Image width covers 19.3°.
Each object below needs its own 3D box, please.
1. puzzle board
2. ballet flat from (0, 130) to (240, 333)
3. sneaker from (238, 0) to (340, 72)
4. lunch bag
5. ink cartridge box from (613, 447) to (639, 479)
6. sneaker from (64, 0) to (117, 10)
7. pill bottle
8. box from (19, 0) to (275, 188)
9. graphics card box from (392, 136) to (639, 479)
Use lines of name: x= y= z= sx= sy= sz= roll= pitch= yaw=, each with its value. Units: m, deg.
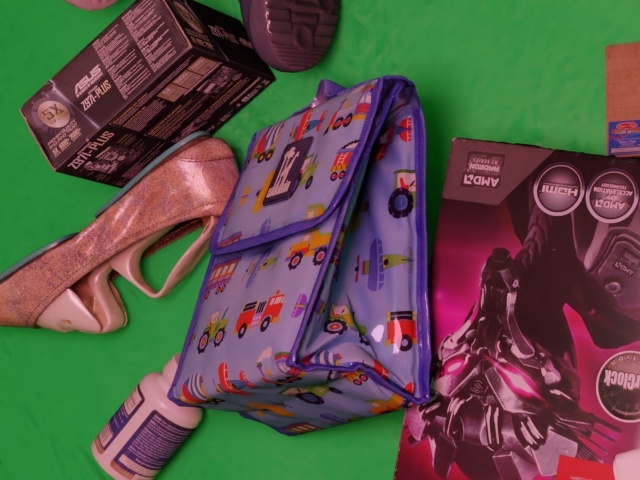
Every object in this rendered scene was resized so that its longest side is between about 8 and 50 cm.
puzzle board: x=0.295 y=-0.119 z=1.541 sx=0.128 sy=0.011 sz=0.096 roll=-4 pitch=82 yaw=30
ballet flat: x=-0.196 y=0.023 z=1.754 sx=0.316 sy=0.107 sz=0.106 roll=-35 pitch=81 yaw=22
sneaker: x=-0.063 y=-0.294 z=1.727 sx=0.131 sy=0.112 sz=0.319 roll=-16 pitch=70 yaw=38
lunch bag: x=0.000 y=0.000 z=1.598 sx=0.221 sy=0.138 sz=0.293 roll=-22 pitch=54 yaw=57
ink cartridge box: x=0.376 y=0.185 z=1.335 sx=0.273 sy=0.198 sz=0.115 roll=-21 pitch=63 yaw=26
sneaker: x=-0.208 y=-0.398 z=1.812 sx=0.150 sy=0.135 sz=0.366 roll=11 pitch=79 yaw=37
pill bottle: x=-0.150 y=0.164 z=1.724 sx=0.067 sy=0.067 sz=0.120 roll=47 pitch=106 yaw=26
box: x=-0.158 y=-0.135 z=1.724 sx=0.180 sy=0.147 sz=0.077 roll=-40 pitch=66 yaw=20
graphics card box: x=0.193 y=0.112 z=1.520 sx=0.232 sy=0.094 sz=0.371 roll=10 pitch=87 yaw=31
